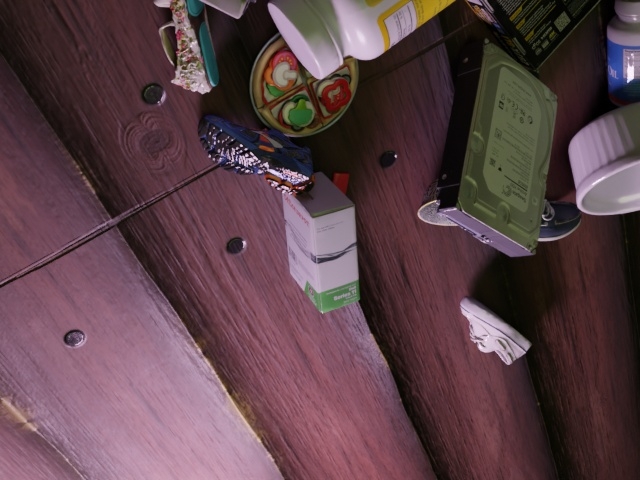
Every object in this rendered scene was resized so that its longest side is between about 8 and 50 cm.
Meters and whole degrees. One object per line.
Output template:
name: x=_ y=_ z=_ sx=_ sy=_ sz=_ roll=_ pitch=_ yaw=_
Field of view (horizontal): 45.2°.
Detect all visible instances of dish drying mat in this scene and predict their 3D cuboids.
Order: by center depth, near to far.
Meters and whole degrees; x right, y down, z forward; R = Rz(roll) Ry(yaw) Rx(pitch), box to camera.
dish drying mat: x=0.033 y=-0.090 z=1.455 sx=0.032 sy=0.008 sz=0.083 roll=-3 pitch=120 yaw=-24

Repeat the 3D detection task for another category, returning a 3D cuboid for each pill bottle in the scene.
pill bottle: x=0.093 y=-0.403 z=1.184 sx=0.334 sy=0.188 sz=0.188 roll=-36 pitch=128 yaw=-3
pill bottle: x=0.626 y=-0.380 z=1.505 sx=0.124 sy=0.124 sz=0.221 roll=-25 pitch=126 yaw=-11

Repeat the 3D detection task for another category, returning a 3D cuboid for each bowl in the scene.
bowl: x=0.273 y=-0.093 z=1.510 sx=0.170 sy=0.170 sz=0.080 roll=9 pitch=70 yaw=-30

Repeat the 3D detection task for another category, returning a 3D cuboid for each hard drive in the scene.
hard drive: x=0.330 y=-0.166 z=1.408 sx=0.237 sy=0.064 sz=0.339 roll=26 pitch=69 yaw=-35

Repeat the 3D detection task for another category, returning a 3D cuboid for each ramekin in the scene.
ramekin: x=0.642 y=-0.169 z=1.561 sx=0.277 sy=0.135 sz=0.277 roll=-9 pitch=159 yaw=-4

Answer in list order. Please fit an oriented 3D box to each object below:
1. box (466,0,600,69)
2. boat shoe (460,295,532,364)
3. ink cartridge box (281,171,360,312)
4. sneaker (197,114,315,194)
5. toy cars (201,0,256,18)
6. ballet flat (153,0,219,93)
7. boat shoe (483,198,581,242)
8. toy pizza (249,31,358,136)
box: x=0.408 y=-0.505 z=1.352 sx=0.257 sy=0.079 sz=0.322 roll=36 pitch=98 yaw=-35
boat shoe: x=0.388 y=0.213 z=1.764 sx=0.088 sy=0.096 sz=0.267 roll=-52 pitch=135 yaw=4
ink cartridge box: x=0.000 y=0.000 z=1.401 sx=0.086 sy=0.153 sz=0.208 roll=-17 pitch=125 yaw=-18
sneaker: x=-0.107 y=-0.156 z=1.309 sx=0.221 sy=0.087 sz=0.083 roll=26 pitch=141 yaw=-22
toy cars: x=-0.132 y=-0.507 z=1.033 sx=0.176 sy=0.087 sz=0.394 roll=-11 pitch=111 yaw=11
ballet flat: x=-0.208 y=-0.334 z=1.149 sx=0.077 sy=0.091 sz=0.241 roll=1 pitch=118 yaw=10
boat shoe: x=0.447 y=-0.054 z=1.633 sx=0.254 sy=0.095 sz=0.079 roll=-5 pitch=132 yaw=-13
toy pizza: x=-0.023 y=-0.268 z=1.305 sx=0.201 sy=0.032 sz=0.201 roll=-13 pitch=123 yaw=-20
